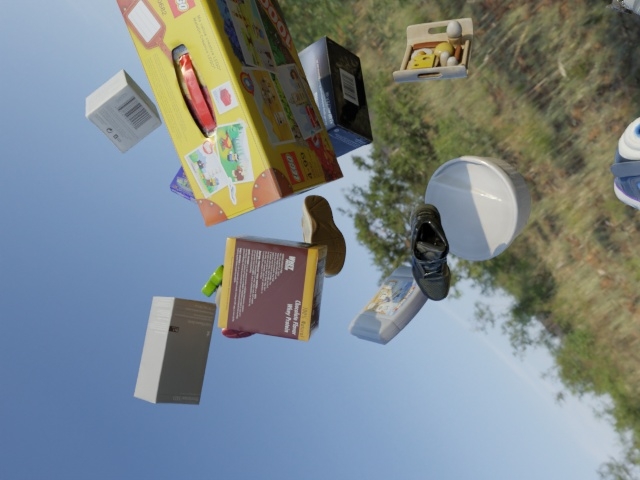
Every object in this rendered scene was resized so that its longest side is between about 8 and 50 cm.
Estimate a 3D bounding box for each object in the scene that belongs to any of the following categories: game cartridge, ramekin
[{"bbox_3d":[0.234,0.191,1.760,0.062,0.297,0.198,50,157,-16],"label":"game cartridge"},{"bbox_3d":[0.415,-0.094,1.470,0.127,0.273,0.273,-21,-114,-40],"label":"ramekin"}]

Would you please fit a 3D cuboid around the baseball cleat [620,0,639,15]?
[{"bbox_3d":[0.510,-0.426,0.809,0.109,0.206,0.072,41,-140,22],"label":"baseball cleat"}]

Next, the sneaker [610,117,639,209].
[{"bbox_3d":[0.776,-0.142,1.176,0.322,0.130,0.236,33,155,37],"label":"sneaker"}]

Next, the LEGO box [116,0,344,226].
[{"bbox_3d":[-0.174,-0.321,1.240,0.501,0.193,0.372,69,-156,-4],"label":"LEGO box"}]

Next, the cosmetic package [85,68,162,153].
[{"bbox_3d":[-0.582,-0.382,1.671,0.151,0.151,0.184,52,-179,-35],"label":"cosmetic package"}]

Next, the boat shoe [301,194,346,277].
[{"bbox_3d":[0.000,0.000,1.672,0.109,0.098,0.303,1,-132,-19],"label":"boat shoe"}]

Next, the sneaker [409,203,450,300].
[{"bbox_3d":[0.237,0.046,1.231,0.130,0.087,0.228,-67,-29,-65],"label":"sneaker"}]

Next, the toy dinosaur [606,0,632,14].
[{"bbox_3d":[0.611,-0.505,1.056,0.313,0.161,0.121,0,-150,-29],"label":"toy dinosaur"}]

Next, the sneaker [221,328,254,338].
[{"bbox_3d":[-0.228,0.232,1.867,0.087,0.221,0.128,57,-165,-46],"label":"sneaker"}]

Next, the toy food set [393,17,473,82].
[{"bbox_3d":[0.359,-0.606,1.788,0.306,0.219,0.093,-70,-28,-42],"label":"toy food set"}]

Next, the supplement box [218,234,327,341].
[{"bbox_3d":[-0.098,0.096,1.209,0.194,0.192,0.129,7,-176,9],"label":"supplement box"}]

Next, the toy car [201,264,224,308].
[{"bbox_3d":[-0.192,0.101,1.502,0.155,0.149,0.188,39,-130,-4],"label":"toy car"}]

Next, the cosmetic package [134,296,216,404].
[{"bbox_3d":[-0.336,0.256,1.318,0.127,0.107,0.238,16,-106,-45],"label":"cosmetic package"}]

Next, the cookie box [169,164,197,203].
[{"bbox_3d":[-0.362,-0.172,1.615,0.091,0.107,0.040,27,161,-1],"label":"cookie box"}]

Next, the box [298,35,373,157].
[{"bbox_3d":[-0.026,-0.396,1.722,0.182,0.293,0.297,12,-116,-48],"label":"box"}]
